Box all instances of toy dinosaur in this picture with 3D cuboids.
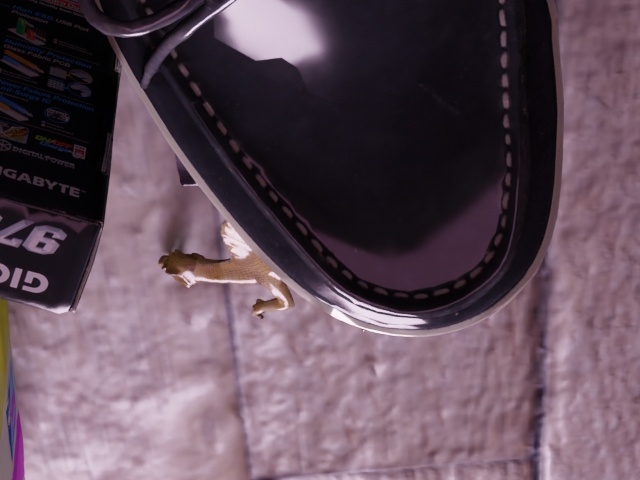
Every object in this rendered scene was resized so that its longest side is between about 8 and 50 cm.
[{"bbox_3d":[0.000,0.000,0.738,0.183,0.053,0.092,-30,135,32],"label":"toy dinosaur"}]

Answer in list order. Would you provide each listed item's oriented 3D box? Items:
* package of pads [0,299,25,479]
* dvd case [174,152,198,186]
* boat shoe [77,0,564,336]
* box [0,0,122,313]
[{"bbox_3d":[-0.204,0.094,0.703,0.101,0.229,0.297,0,127,-3],"label":"package of pads"},{"bbox_3d":[0.003,-0.123,0.680,0.164,0.018,0.221,-4,128,2],"label":"dvd case"},{"bbox_3d":[-0.020,-0.152,0.549,0.186,0.156,0.500,-15,122,6],"label":"boat shoe"},{"bbox_3d":[-0.192,-0.067,0.613,0.220,0.175,0.051,15,124,-15],"label":"box"}]
